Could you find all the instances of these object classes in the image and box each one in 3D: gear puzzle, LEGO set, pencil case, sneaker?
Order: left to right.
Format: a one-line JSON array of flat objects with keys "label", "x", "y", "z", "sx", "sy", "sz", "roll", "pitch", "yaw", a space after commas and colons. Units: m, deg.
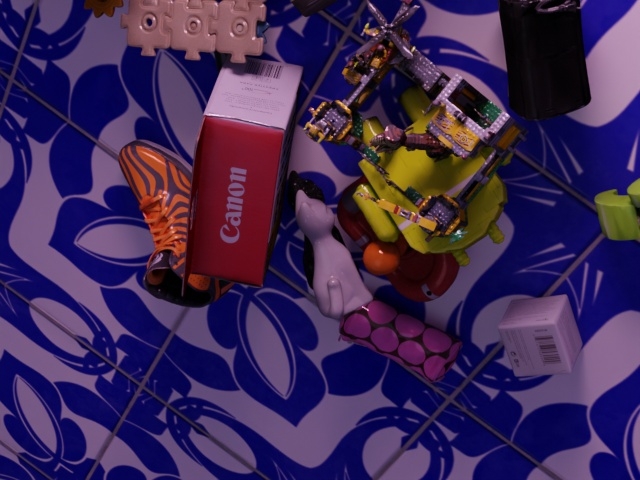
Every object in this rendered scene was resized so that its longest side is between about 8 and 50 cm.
[{"label": "sneaker", "x": -0.269, "y": -0.020, "z": 1.931, "sx": 0.125, "sy": 0.180, "sz": 0.321, "roll": -30, "pitch": 103, "yaw": 39}, {"label": "gear puzzle", "x": -0.230, "y": -0.374, "z": 1.718, "sx": 0.339, "sy": 0.044, "sz": 0.175, "roll": 8, "pitch": 99, "yaw": 20}, {"label": "pencil case", "x": 0.136, "y": 0.173, "z": 1.902, "sx": 0.209, "sy": 0.095, "sz": 0.098, "roll": 26, "pitch": 94, "yaw": 14}, {"label": "LEGO set", "x": 0.126, "y": -0.163, "z": 1.543, "sx": 0.255, "sy": 0.192, "sz": 0.331, "roll": -43, "pitch": 75, "yaw": 13}]

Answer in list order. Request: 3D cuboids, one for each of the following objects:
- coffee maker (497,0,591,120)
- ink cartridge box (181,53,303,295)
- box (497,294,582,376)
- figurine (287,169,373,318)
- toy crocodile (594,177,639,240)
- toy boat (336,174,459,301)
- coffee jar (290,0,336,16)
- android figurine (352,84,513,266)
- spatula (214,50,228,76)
[{"label": "coffee maker", "x": 0.298, "y": -0.256, "z": 1.476, "sx": 0.120, "sy": 0.171, "sz": 0.178, "roll": -8, "pitch": 119, "yaw": 14}, {"label": "ink cartridge box", "x": -0.124, "y": -0.091, "z": 1.733, "sx": 0.130, "sy": 0.272, "sz": 0.309, "roll": 11, "pitch": 127, "yaw": 1}, {"label": "box", "x": 0.357, "y": 0.154, "z": 1.770, "sx": 0.102, "sy": 0.087, "sz": 0.101, "roll": -8, "pitch": 116, "yaw": 33}, {"label": "figurine", "x": 0.000, "y": 0.000, "z": 1.797, "sx": 0.092, "sy": 0.215, "sz": 0.209, "roll": -22, "pitch": 107, "yaw": -1}, {"label": "toy crocodile", "x": 0.545, "y": -0.071, "z": 1.521, "sx": 0.341, "sy": 0.105, "sz": 0.115, "roll": -22, "pitch": 108, "yaw": 32}, {"label": "toy boat", "x": 0.117, "y": 0.008, "z": 1.760, "sx": 0.231, "sy": 0.151, "sz": 0.151, "roll": 47, "pitch": 130, "yaw": -7}, {"label": "coffee jar", "x": -0.033, "y": -0.425, "z": 1.601, "sx": 0.096, "sy": 0.079, "sz": 0.184, "roll": -25, "pitch": 106, "yaw": 30}, {"label": "android figurine", "x": 0.173, "y": -0.092, "z": 1.655, "sx": 0.248, "sy": 0.056, "sz": 0.273, "roll": -37, "pitch": 79, "yaw": 14}, {"label": "spatula", "x": -0.172, "y": -0.343, "z": 1.762, "sx": 0.084, "sy": 0.030, "sz": 0.296, "roll": -1, "pitch": 120, "yaw": 24}]
